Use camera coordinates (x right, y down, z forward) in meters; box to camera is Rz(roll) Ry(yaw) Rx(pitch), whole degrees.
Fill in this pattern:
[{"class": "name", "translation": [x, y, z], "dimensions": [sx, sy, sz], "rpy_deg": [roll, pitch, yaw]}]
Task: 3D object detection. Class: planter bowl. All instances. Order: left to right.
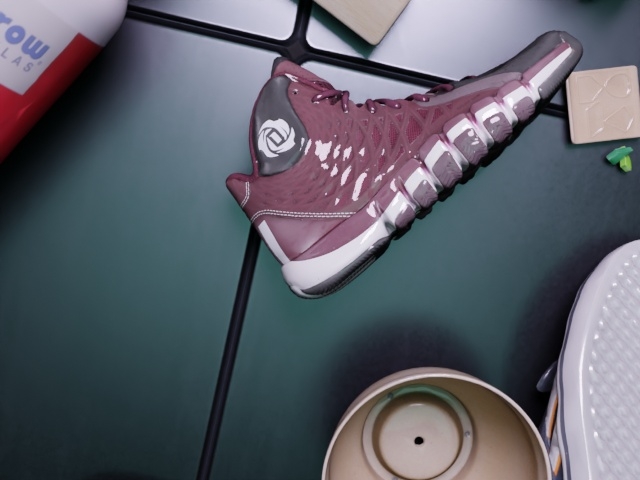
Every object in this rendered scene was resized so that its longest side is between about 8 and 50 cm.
[{"class": "planter bowl", "translation": [0.082, 0.168, 0.597], "dimensions": [0.162, 0.109, 0.162], "rpy_deg": [0, 95, 0]}]

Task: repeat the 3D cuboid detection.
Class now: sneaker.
[{"class": "sneaker", "translation": [0.047, -0.099, 0.574], "dimensions": [0.281, 0.106, 0.162], "rpy_deg": [-40, 82, -6]}, {"class": "sneaker", "translation": [0.218, 0.160, 0.604], "dimensions": [0.126, 0.127, 0.321], "rpy_deg": [17, 71, -8]}]

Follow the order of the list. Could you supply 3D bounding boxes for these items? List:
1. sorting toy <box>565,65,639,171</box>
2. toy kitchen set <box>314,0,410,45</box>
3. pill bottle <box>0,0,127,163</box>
[{"class": "sorting toy", "translation": [0.227, -0.095, 0.620], "dimensions": [0.062, 0.012, 0.083], "rpy_deg": [-7, 93, -6]}, {"class": "toy kitchen set", "translation": [0.071, -0.284, 0.573], "dimensions": [0.122, 0.166, 0.207], "rpy_deg": [37, 131, -5]}, {"class": "pill bottle", "translation": [-0.277, -0.147, 0.493], "dimensions": [0.229, 0.229, 0.407], "rpy_deg": [43, 94, -5]}]
